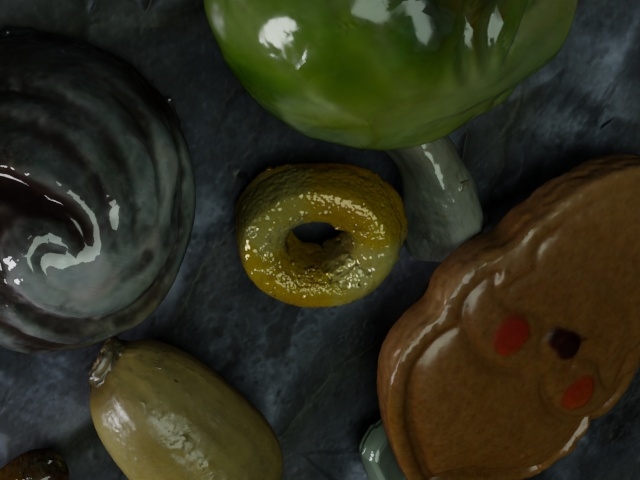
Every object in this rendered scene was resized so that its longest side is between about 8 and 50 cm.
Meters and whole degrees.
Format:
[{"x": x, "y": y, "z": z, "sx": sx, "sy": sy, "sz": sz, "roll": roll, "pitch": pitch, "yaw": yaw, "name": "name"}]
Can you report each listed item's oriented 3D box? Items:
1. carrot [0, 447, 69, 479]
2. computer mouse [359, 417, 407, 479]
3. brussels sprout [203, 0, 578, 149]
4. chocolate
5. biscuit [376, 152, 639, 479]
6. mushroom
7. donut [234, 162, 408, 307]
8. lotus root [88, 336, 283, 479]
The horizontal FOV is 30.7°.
[{"x": -0.345, "y": 0.280, "z": 1.226, "sx": 0.186, "sy": 0.060, "sz": 0.060, "roll": -34, "pitch": 120, "yaw": 7, "name": "carrot"}, {"x": 0.095, "y": 0.271, "z": 1.365, "sx": 0.089, "sy": 0.056, "sz": 0.182, "roll": -33, "pitch": 115, "yaw": -22, "name": "computer mouse"}, {"x": 0.063, "y": -0.233, "z": 1.003, "sx": 0.344, "sy": 0.268, "sz": 0.344, "roll": -2, "pitch": 97, "yaw": -15, "name": "brussels sprout"}, {"x": -0.245, "y": -0.017, "z": 1.036, "sx": 0.303, "sy": 0.213, "sz": 0.303, "roll": -8, "pitch": 116, "yaw": -17, "name": "chocolate"}, {"x": 0.248, "y": 0.101, "z": 1.289, "sx": 0.455, "sy": 0.078, "sz": 0.350, "roll": -47, "pitch": 127, "yaw": 2, "name": "biscuit"}, {"x": 0.102, "y": -0.075, "z": 1.198, "sx": 0.081, "sy": 0.092, "sz": 0.223, "roll": -59, "pitch": 133, "yaw": -39, "name": "mushroom"}, {"x": 0.000, "y": 0.000, "z": 1.178, "sx": 0.178, "sy": 0.065, "sz": 0.162, "roll": -7, "pitch": 124, "yaw": 6, "name": "donut"}, {"x": -0.131, "y": 0.215, "z": 1.223, "sx": 0.146, "sy": 0.131, "sz": 0.303, "roll": -37, "pitch": 120, "yaw": 2, "name": "lotus root"}]
